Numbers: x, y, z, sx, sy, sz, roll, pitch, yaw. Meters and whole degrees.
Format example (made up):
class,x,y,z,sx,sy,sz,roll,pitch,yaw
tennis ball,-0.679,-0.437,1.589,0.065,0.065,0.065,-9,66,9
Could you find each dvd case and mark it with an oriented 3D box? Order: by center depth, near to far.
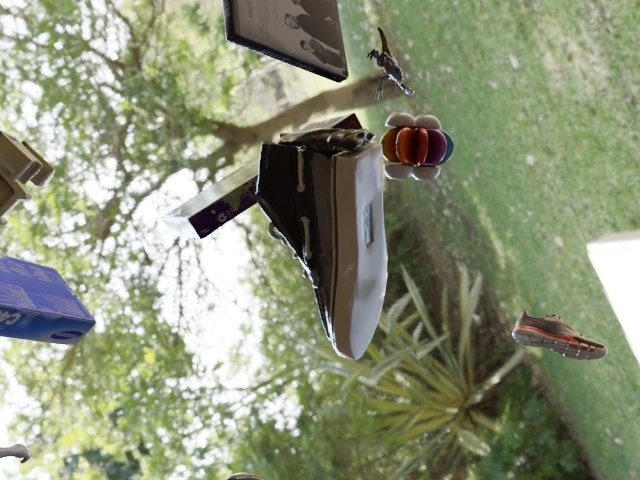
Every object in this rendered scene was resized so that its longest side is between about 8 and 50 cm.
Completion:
class,x,y,z,sx,sy,sz,roll,pitch,yaw
dvd case,-0.056,-0.360,1.237,0.239,0.030,0.179,10,-114,-43

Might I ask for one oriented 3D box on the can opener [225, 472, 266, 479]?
class,x,y,z,sx,sy,sz,roll,pitch,yaw
can opener,-0.044,0.472,1.353,0.284,0.095,0.076,23,164,-28

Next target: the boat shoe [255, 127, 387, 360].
class,x,y,z,sx,sy,sz,roll,pitch,yaw
boat shoe,0.000,0.000,1.113,0.127,0.158,0.340,-34,-51,-55

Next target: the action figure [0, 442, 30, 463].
class,x,y,z,sx,sy,sz,roll,pitch,yaw
action figure,-0.632,0.419,1.257,0.370,0.248,0.276,69,-163,-2

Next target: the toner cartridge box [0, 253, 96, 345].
class,x,y,z,sx,sy,sz,roll,pitch,yaw
toner cartridge box,-0.582,0.103,1.463,0.165,0.075,0.348,47,-174,22

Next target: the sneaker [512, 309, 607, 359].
class,x,y,z,sx,sy,sz,roll,pitch,yaw
sneaker,0.406,0.153,1.322,0.061,0.158,0.064,99,-172,-61

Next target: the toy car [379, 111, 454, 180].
class,x,y,z,sx,sy,sz,roll,pitch,yaw
toy car,0.237,-0.222,1.862,0.136,0.182,0.159,6,95,58

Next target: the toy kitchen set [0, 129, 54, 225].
class,x,y,z,sx,sy,sz,roll,pitch,yaw
toy kitchen set,-0.525,-0.079,1.174,0.122,0.207,0.166,43,176,-3

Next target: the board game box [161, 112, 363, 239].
class,x,y,z,sx,sy,sz,roll,pitch,yaw
board game box,-0.105,-0.115,1.393,0.056,0.347,0.208,61,162,-18

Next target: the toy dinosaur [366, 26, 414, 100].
class,x,y,z,sx,sy,sz,roll,pitch,yaw
toy dinosaur,0.106,-0.240,1.097,0.047,0.090,0.082,12,174,43
